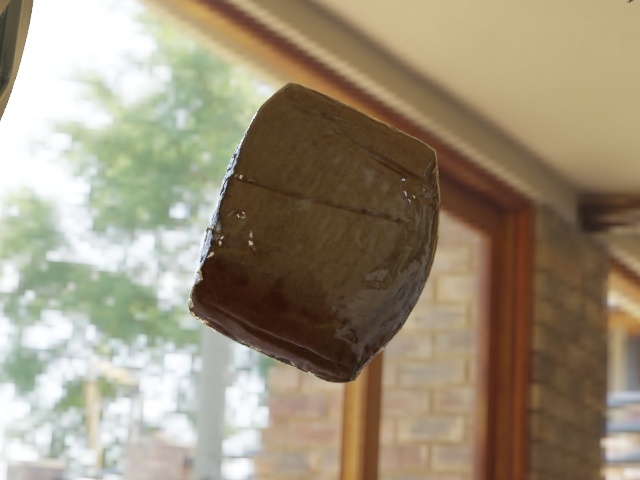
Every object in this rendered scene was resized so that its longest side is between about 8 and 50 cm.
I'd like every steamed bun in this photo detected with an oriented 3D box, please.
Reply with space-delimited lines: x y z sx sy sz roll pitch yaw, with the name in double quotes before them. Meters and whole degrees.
"steamed bun" 0.000 0.000 1.209 0.144 0.175 0.106 24 -25 0

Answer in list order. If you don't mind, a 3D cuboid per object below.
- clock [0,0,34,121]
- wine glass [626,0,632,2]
"clock" -0.336 -0.184 1.787 0.083 0.230 0.230 16 -15 3
"wine glass" 0.326 -0.127 1.514 0.066 0.198 0.066 -34 -1 -1
